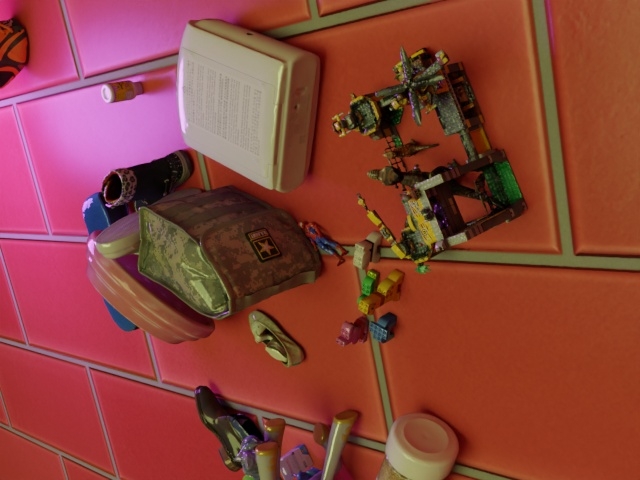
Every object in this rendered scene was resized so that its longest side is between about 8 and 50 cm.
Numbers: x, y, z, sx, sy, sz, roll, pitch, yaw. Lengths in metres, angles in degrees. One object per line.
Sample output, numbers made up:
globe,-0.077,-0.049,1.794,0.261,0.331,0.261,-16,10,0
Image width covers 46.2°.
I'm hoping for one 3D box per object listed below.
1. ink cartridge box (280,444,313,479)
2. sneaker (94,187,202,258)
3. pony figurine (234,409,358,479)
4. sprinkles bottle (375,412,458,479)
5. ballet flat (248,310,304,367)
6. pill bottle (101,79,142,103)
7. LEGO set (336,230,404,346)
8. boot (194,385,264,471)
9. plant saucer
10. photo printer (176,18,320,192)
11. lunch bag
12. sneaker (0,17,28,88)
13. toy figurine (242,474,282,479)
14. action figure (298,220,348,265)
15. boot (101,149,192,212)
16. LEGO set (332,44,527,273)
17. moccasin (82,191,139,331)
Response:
ink cartridge box,-0.061,0.479,1.607,0.028,0.083,0.048,-29,85,47
sneaker,-0.325,0.016,1.533,0.108,0.292,0.169,4,114,31
pony figurine,-0.058,0.538,1.454,0.303,0.351,0.363,12,111,55
sprinkles bottle,0.150,0.479,1.370,0.121,0.121,0.355,34,128,31
ballet flat,-0.104,0.202,1.555,0.168,0.052,0.057,34,129,31
pill bottle,-0.431,-0.326,1.635,0.043,0.083,0.043,19,119,38
LEGO set,0.082,0.110,1.299,0.087,0.093,0.227,27,124,35
boot,-0.209,0.418,1.757,0.106,0.082,0.219,-38,73,24
plant saucer,-0.376,0.112,1.610,0.332,0.332,0.084,40,90,26
photo printer,-0.147,-0.256,1.363,0.307,0.107,0.256,29,125,35
lunch bag,-0.167,0.022,1.407,0.287,0.235,0.169,28,122,35
sneaker,-0.865,-0.541,1.888,0.125,0.180,0.321,28,151,36
toy figurine,-0.182,0.616,1.731,0.173,0.159,0.130,-8,101,47
action figure,0.000,0.000,1.385,0.115,0.030,0.038,42,137,28
boot,-0.401,-0.108,1.627,0.236,0.179,0.085,-38,79,46
LEGO set,0.129,-0.103,1.089,0.255,0.192,0.331,-10,100,47
moccasin,-0.463,0.045,1.809,0.138,0.117,0.342,-4,99,33
